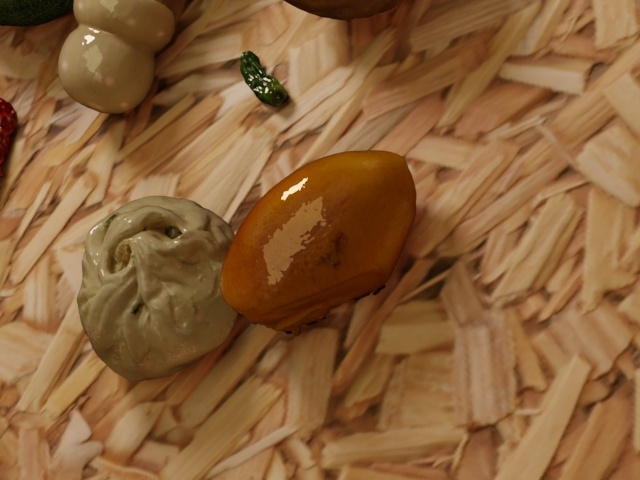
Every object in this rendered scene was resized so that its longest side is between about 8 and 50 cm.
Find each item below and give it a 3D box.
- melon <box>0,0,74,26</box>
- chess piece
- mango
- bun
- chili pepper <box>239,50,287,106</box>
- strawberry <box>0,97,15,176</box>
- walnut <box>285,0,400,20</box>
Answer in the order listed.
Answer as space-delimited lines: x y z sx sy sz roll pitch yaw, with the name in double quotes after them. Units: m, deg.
-0.419 -0.381 1.643 0.287 0.182 0.182 19 85 34 "melon"
-0.243 -0.309 1.542 0.167 0.167 0.300 20 89 33 "chess piece"
0.000 0.000 1.317 0.252 0.126 0.154 -44 70 10 "mango"
-0.197 0.045 1.414 0.231 0.133 0.231 -10 68 27 "bun"
-0.070 -0.192 1.478 0.030 0.034 0.091 -27 56 -17 "chili pepper"
-0.483 -0.126 1.661 0.121 0.082 0.188 -13 66 23 "strawberry"
0.019 -0.349 1.383 0.213 0.213 0.213 -9 70 27 "walnut"
